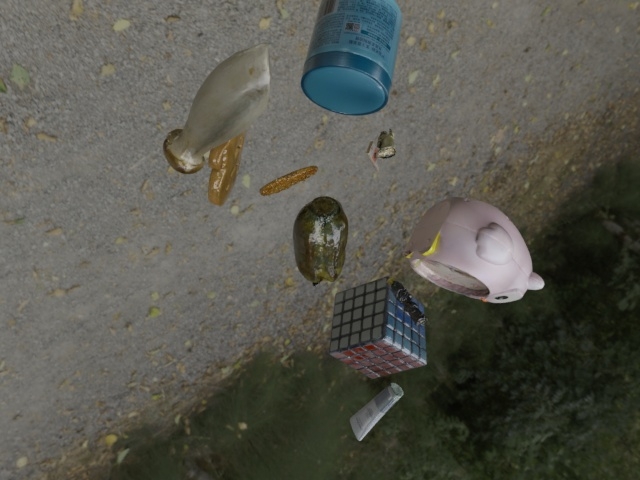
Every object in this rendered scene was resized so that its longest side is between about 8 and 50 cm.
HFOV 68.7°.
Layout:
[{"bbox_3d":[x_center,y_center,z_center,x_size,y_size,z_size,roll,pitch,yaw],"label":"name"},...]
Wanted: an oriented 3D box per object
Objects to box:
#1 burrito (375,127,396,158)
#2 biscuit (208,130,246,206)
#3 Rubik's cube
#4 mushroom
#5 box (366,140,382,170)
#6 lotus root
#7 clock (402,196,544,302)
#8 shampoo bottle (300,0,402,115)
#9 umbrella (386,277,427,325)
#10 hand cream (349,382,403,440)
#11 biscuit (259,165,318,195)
[{"bbox_3d":[0.186,-0.271,1.318,0.055,0.149,0.041,0,127,10],"label":"burrito"},{"bbox_3d":[-0.257,-0.256,1.341,0.052,0.275,0.355,17,124,-1],"label":"biscuit"},{"bbox_3d":[0.192,0.292,1.559,0.238,0.237,0.237,-25,133,34],"label":"Rubik's cube"},{"bbox_3d":[-0.198,-0.259,0.935,0.350,0.128,0.128,-35,152,33],"label":"mushroom"},{"bbox_3d":[0.160,-0.249,1.388,0.083,0.012,0.046,50,54,-47],"label":"box"},{"bbox_3d":[0.000,0.000,1.304,0.160,0.151,0.275,-72,170,-47],"label":"lotus root"},{"bbox_3d":[0.489,0.036,1.487,0.376,0.368,0.251,31,75,-13],"label":"clock"},{"bbox_3d":[0.120,-0.700,1.742,0.331,0.331,0.343,27,70,-52],"label":"shampoo bottle"},{"bbox_3d":[0.217,0.151,1.185,0.040,0.144,0.037,-39,148,7],"label":"umbrella"},{"bbox_3d":[0.178,0.558,1.534,0.048,0.079,0.255,14,125,-36],"label":"hand cream"},{"bbox_3d":[-0.124,-0.230,1.832,0.253,0.035,0.254,-24,-178,1],"label":"biscuit"}]
